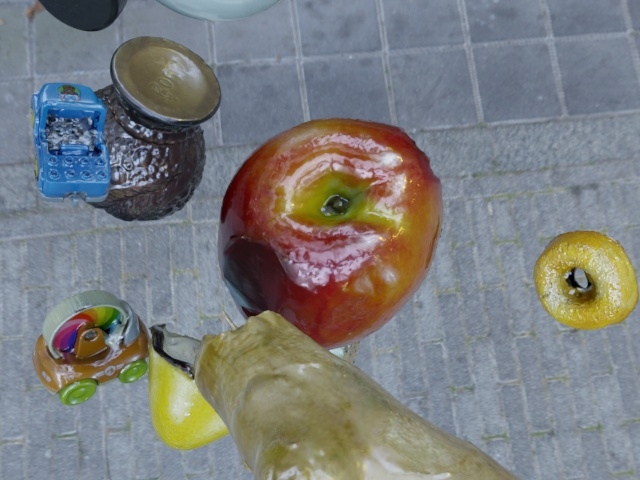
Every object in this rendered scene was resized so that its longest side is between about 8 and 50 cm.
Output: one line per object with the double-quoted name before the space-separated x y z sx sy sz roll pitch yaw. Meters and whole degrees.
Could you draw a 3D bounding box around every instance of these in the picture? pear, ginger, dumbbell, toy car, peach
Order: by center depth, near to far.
"ginger" 0.059 0.200 0.374 0.375 0.166 0.236 24 35 7
"dumbbell" -0.233 -0.325 0.752 0.100 0.100 0.191 16 54 1
"toy car" -0.349 -0.147 0.964 0.097 0.100 0.191 -2 66 -29
"peach" -0.005 0.001 1.069 0.310 0.406 0.335 -36 82 -37
"pear" -0.215 0.281 1.198 0.266 0.267 0.178 28 89 4
"toy car" -0.442 0.184 1.331 0.235 0.235 0.145 -34 59 -11

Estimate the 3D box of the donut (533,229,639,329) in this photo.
"donut" 0.636 0.101 1.654 0.253 0.253 0.118 51 43 10

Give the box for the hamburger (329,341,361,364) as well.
"hamburger" -0.007 0.248 1.649 0.195 0.318 0.277 21 32 12

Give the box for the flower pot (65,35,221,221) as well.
"flower pot" -0.314 -0.206 1.239 0.266 0.267 0.267 16 53 -22

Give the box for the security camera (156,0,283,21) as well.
"security camera" -0.067 -0.290 0.552 0.236 0.194 0.195 -25 77 12
